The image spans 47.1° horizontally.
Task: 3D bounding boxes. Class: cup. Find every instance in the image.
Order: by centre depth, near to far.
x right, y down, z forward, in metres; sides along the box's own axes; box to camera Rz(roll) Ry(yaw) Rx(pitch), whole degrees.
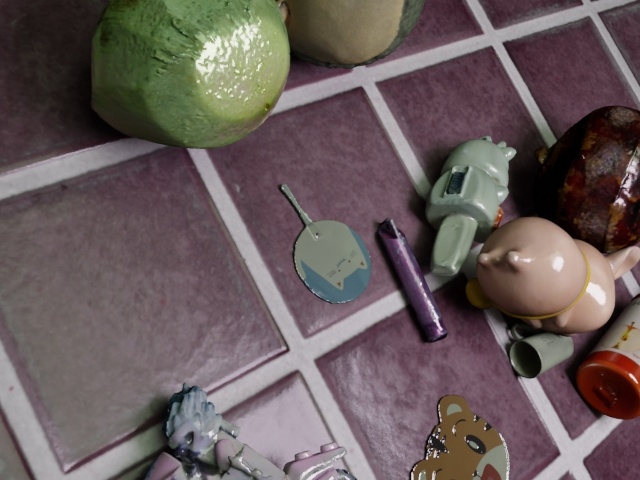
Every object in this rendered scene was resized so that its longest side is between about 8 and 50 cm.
[{"bbox_3d":[0.307,0.153,1.044,0.083,0.074,0.055,-14,120,-36],"label":"cup"}]

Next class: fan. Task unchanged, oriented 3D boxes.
[{"bbox_3d":[0.000,0.000,0.946,0.113,0.005,0.175,-35,92,-35],"label":"fan"},{"bbox_3d":[0.219,0.314,0.946,0.226,0.008,0.153,39,56,-10],"label":"fan"}]

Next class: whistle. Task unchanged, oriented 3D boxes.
[{"bbox_3d":[0.122,0.052,0.980,0.033,0.033,0.177,-18,81,-34],"label":"whistle"},{"bbox_3d":[0.206,-0.055,1.030,0.105,0.101,0.253,35,55,-17],"label":"whistle"}]

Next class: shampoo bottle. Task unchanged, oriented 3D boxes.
[{"bbox_3d":[0.497,0.147,1.116,0.278,0.104,0.104,-36,91,-35],"label":"shampoo bottle"}]

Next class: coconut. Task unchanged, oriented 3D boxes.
[{"bbox_3d":[-0.150,-0.208,0.825,0.204,0.235,0.236,19,60,-49],"label":"coconut"}]

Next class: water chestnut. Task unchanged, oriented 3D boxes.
[{"bbox_3d":[0.445,-0.083,1.110,0.223,0.238,0.224,-32,128,-51],"label":"water chestnut"}]

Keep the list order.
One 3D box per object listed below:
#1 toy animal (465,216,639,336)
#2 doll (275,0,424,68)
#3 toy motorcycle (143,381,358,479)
[{"bbox_3d":[0.298,0.049,0.986,0.248,0.165,0.149,11,92,-46],"label":"toy animal"},{"bbox_3d":[0.042,-0.393,1.002,0.247,0.247,0.350,37,48,-12],"label":"doll"},{"bbox_3d":[-0.085,0.234,0.741,0.239,0.108,0.204,-10,76,-33],"label":"toy motorcycle"}]
